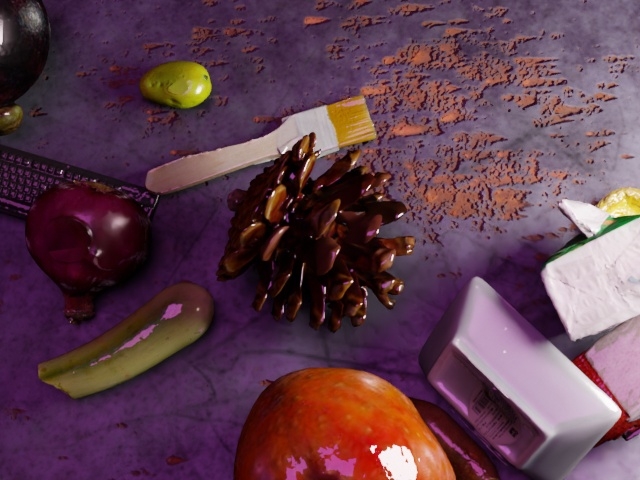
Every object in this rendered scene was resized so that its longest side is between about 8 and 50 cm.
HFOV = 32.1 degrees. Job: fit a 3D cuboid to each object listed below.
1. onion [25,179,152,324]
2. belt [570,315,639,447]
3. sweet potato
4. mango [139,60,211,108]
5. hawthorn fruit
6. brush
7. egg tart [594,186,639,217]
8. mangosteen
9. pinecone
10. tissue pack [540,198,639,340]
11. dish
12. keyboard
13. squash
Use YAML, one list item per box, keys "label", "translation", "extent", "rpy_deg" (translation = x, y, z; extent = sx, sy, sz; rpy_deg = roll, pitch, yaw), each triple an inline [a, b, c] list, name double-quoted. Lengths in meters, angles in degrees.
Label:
- label: "onion"
  translation: [-0.321, 0.017, 1.500]
  extent: [0.173, 0.135, 0.198]
  rpy_deg: [6, 88, 7]
- label: "belt"
  translation: [0.388, 0.172, 1.371]
  extent: [0.201, 0.128, 0.124]
  rpy_deg: [-35, 72, 4]
- label: "sweet potato"
  translation: [0.143, 0.252, 1.415]
  extent: [0.255, 0.058, 0.078]
  rpy_deg: [33, 99, 20]
- label: "mango"
  translation: [-0.212, -0.226, 1.619]
  extent: [0.108, 0.056, 0.073]
  rpy_deg: [-1, 66, 10]
- label: "hawthorn fruit"
  translation: [0.029, 0.283, 1.317]
  extent: [0.285, 0.284, 0.284]
  rpy_deg: [-2, 71, 6]
- label: "brush"
  translation: [-0.089, -0.128, 1.585]
  extent: [0.337, 0.020, 0.085]
  rpy_deg: [-16, 68, -1]
- label: "egg tart"
  translation: [0.411, -0.019, 1.480]
  extent: [0.105, 0.039, 0.105]
  rpy_deg: [-2, 71, 6]
- label: "mangosteen"
  translation: [-0.520, -0.275, 1.573]
  extent: [0.288, 0.288, 0.287]
  rpy_deg: [-2, 71, 6]
- label: "pinecone"
  translation: [0.003, -0.003, 1.427]
  extent: [0.264, 0.264, 0.264]
  rpy_deg: [-2, 71, 6]
- label: "tissue pack"
  translation: [0.345, 0.019, 1.358]
  extent: [0.148, 0.209, 0.156]
  rpy_deg: [-25, 83, 14]
- label: "dish"
  translation: [0.217, 0.188, 1.356]
  extent: [0.243, 0.181, 0.080]
  rpy_deg: [44, 45, 18]
- label: "keyboard"
  translation: [-0.423, -0.080, 1.603]
  extent: [0.381, 0.041, 0.103]
  rpy_deg: [15, 74, 11]
- label: "squash"
  translation: [-0.254, 0.137, 1.494]
  extent: [0.250, 0.083, 0.083]
  rpy_deg: [-30, 71, 0]
